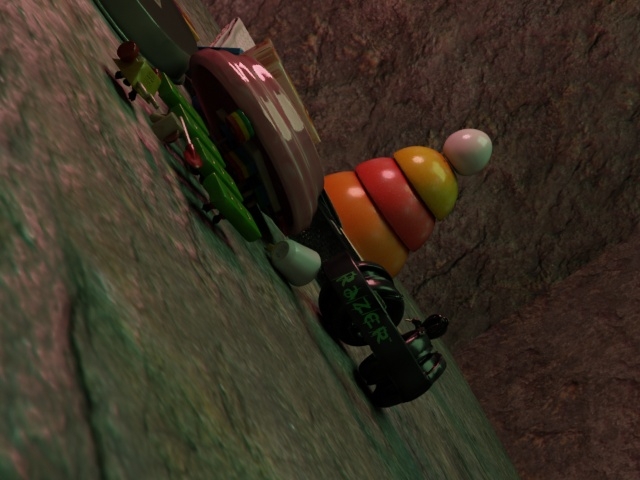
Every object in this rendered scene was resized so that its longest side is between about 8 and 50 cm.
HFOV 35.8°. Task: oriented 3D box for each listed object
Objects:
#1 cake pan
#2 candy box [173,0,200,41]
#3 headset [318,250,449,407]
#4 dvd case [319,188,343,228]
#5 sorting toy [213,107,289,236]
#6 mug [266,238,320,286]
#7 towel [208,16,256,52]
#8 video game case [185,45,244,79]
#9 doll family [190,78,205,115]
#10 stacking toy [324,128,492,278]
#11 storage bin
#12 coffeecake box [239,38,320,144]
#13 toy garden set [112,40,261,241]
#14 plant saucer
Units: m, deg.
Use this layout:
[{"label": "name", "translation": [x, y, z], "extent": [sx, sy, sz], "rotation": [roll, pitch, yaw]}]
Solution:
[{"label": "cake pan", "translation": [-0.297, -0.390, 1.627], "extent": [0.293, 0.054, 0.293], "rotation": [54, 11, -16]}, {"label": "candy box", "translation": [-0.336, -0.500, 2.096], "extent": [0.187, 0.053, 0.109], "rotation": [53, 6, -41]}, {"label": "headset", "translation": [0.121, 0.137, 1.589], "extent": [0.243, 0.185, 0.394], "rotation": [58, -1, 20]}, {"label": "dvd case", "translation": [-0.036, -0.132, 2.008], "extent": [0.164, 0.018, 0.221], "rotation": [39, -19, 49]}, {"label": "sorting toy", "translation": [-0.124, -0.111, 1.550], "extent": [0.132, 0.046, 0.274], "rotation": [49, -15, 40]}, {"label": "mug", "translation": [-0.049, 0.031, 1.503], "extent": [0.064, 0.078, 0.062], "rotation": [38, 49, -45]}, {"label": "towel", "translation": [-0.140, -0.313, 2.196], "extent": [0.317, 0.053, 0.332], "rotation": [54, 25, -21]}, {"label": "video game case", "translation": [-0.199, -0.332, 1.887], "extent": [0.119, 0.166, 0.015], "rotation": [46, 56, -59]}, {"label": "doll family", "translation": [-0.132, -0.221, 1.865], "extent": [0.263, 0.118, 0.163], "rotation": [54, 5, -16]}, {"label": "stacking toy", "translation": [0.229, -0.121, 2.527], "extent": [0.350, 0.480, 0.350], "rotation": [56, 5, -7]}, {"label": "storage bin", "translation": [0.000, 0.000, 1.897], "extent": [0.180, 0.084, 0.122], "rotation": [58, 6, 10]}, {"label": "coffeecake box", "translation": [-0.074, -0.254, 1.757], "extent": [0.185, 0.068, 0.142], "rotation": [62, 5, -17]}, {"label": "toy garden set", "translation": [-0.181, -0.125, 1.268], "extent": [0.244, 0.049, 0.204], "rotation": [61, 5, 36]}, {"label": "plant saucer", "translation": [-0.094, -0.168, 1.600], "extent": [0.332, 0.084, 0.332], "rotation": [55, -12, 17]}]
